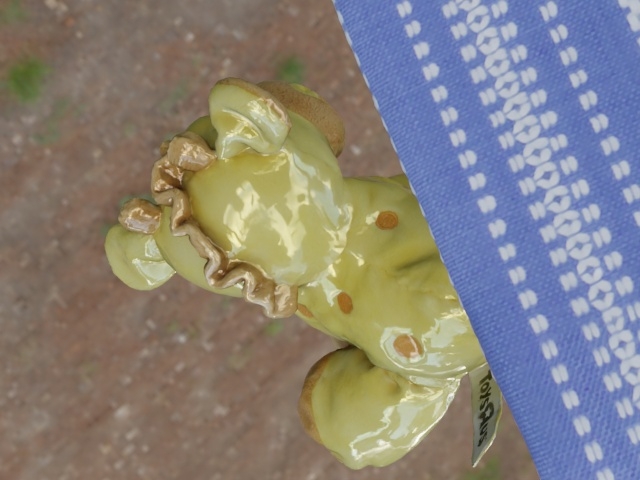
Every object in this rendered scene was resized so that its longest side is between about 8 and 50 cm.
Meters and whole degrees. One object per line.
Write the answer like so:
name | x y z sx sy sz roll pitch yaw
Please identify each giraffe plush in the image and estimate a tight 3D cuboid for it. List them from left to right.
giraffe plush | 0.000 0.000 0.702 0.181 0.170 0.210 -58 -170 14

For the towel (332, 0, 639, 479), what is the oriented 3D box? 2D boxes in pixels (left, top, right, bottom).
towel | 0.168 -0.091 0.365 0.336 0.243 0.040 -27 161 16
